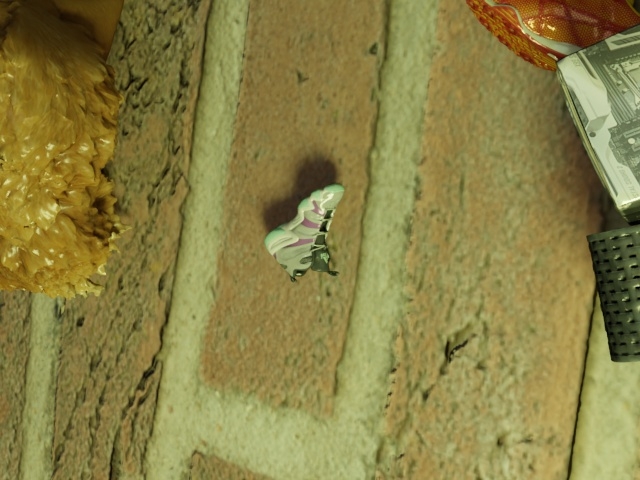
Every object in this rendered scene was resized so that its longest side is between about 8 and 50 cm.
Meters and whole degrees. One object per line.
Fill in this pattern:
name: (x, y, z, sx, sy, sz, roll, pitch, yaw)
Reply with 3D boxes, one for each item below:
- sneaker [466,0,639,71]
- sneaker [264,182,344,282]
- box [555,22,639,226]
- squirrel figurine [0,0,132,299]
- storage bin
sneaker: (0.189, -0.159, 0.573, 0.175, 0.064, 0.067, 29, 89, 19)
sneaker: (0.000, 0.000, 0.690, 0.098, 0.038, 0.069, -44, 72, 33)
box: (0.287, -0.096, 0.386, 0.307, 0.242, 0.076, -22, 80, 22)
squirrel figurine: (-0.363, -0.109, 0.768, 0.370, 0.281, 0.397, -47, 67, 29)
storage bin: (0.272, 0.020, 0.483, 0.180, 0.122, 0.084, -14, 84, 29)
